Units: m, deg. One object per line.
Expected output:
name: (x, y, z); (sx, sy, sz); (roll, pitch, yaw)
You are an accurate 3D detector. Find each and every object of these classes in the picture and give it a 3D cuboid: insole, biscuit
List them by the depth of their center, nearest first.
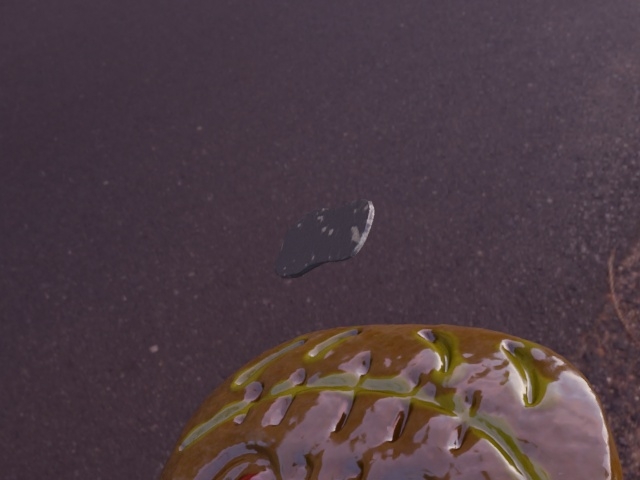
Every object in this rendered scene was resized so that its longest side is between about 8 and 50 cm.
biscuit: (0.025, 0.200, 0.619); (0.394, 0.070, 0.351); (-8, 40, 30)
insole: (0.000, 0.000, 0.859); (0.011, 0.248, 0.081); (23, 77, -18)
